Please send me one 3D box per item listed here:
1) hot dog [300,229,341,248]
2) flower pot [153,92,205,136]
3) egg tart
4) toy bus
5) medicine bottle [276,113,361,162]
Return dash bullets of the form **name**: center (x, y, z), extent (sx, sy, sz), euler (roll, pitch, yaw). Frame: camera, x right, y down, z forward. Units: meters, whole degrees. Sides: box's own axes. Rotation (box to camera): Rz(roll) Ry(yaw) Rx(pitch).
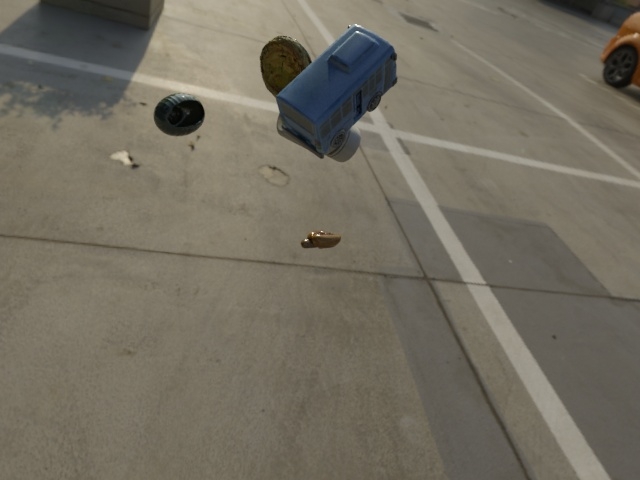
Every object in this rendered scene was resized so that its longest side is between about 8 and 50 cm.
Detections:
- **hot dog**: center (0.002, 0.000, 1.572), extent (0.140, 0.060, 0.090), euler (0, 13, -45)
- **flower pot**: center (-0.647, -0.575, 2.160), extent (0.243, 0.189, 0.157), euler (-29, 25, -38)
- **egg tart**: center (-0.115, -0.621, 1.708), extent (0.234, 0.234, 0.094), euler (34, 41, 18)
- **toy bus**: center (0.036, -0.284, 0.880), extent (0.116, 0.133, 0.234), euler (38, 77, 19)
- **medicine bottle**: center (-0.001, -0.488, 2.072), extent (0.340, 0.208, 0.208), euler (21, 30, -34)
